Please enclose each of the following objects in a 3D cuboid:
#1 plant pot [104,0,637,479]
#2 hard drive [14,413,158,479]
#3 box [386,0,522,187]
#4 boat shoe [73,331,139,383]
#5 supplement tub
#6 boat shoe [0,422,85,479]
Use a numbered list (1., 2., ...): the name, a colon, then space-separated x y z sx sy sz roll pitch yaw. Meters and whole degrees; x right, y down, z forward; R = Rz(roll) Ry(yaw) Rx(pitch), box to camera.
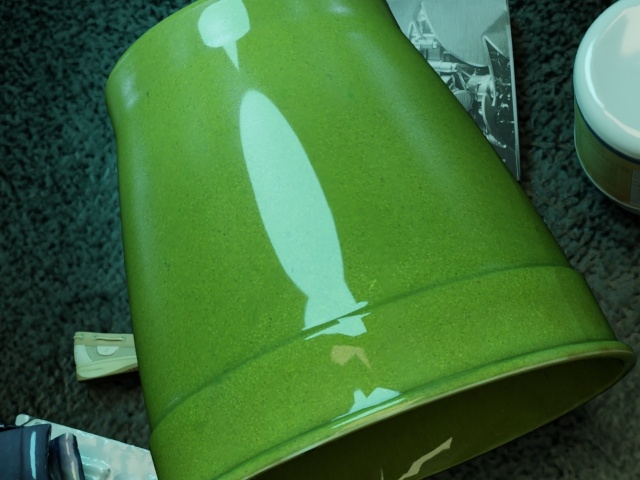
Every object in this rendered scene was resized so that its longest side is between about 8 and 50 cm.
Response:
1. plant pot: 0.000 0.000 1.155 0.366 0.366 0.353 -22 74 3
2. hard drive: -0.194 0.336 1.260 0.237 0.064 0.339 15 76 13
3. box: 0.059 -0.121 1.352 0.231 0.056 0.183 -3 74 8
4. boat shoe: -0.143 0.089 1.328 0.153 0.056 0.048 -13 77 13
5. supplement tub: 0.279 -0.104 1.234 0.144 0.199 0.144 -3 74 9
6. boat shoe: -0.258 0.298 1.179 0.158 0.127 0.340 -12 72 14
